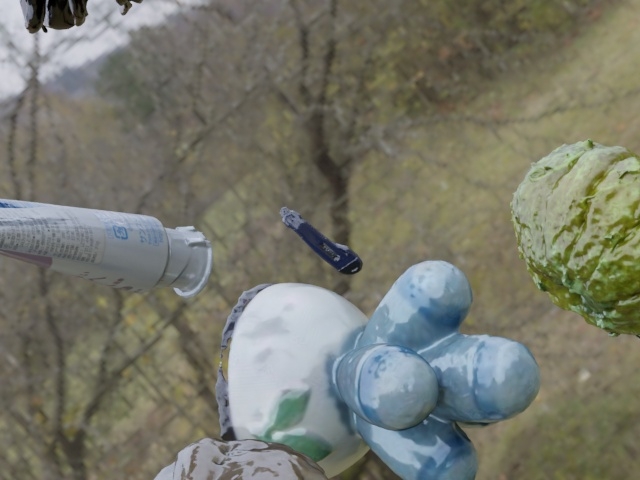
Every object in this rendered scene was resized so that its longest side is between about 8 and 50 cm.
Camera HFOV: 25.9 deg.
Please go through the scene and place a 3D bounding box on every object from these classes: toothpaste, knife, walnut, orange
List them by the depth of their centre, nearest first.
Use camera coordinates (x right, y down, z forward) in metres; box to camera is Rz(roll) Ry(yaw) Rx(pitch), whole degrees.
[{"bbox_3d":[-0.074,0.268,1.178,0.224,0.224,0.224,-39,10,8],"label":"walnut"},{"bbox_3d":[-0.232,-0.002,1.233,0.114,0.299,0.073,32,105,48],"label":"toothpaste"},{"bbox_3d":[0.000,0.000,1.678,0.031,0.121,0.018,-49,10,5],"label":"knife"},{"bbox_3d":[0.385,0.001,1.864,0.223,0.301,0.300,-52,-25,-15],"label":"orange"}]

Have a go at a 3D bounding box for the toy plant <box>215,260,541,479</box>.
[{"bbox_3d":[0.080,0.148,1.468,0.332,0.247,0.247,-4,30,34],"label":"toy plant"}]

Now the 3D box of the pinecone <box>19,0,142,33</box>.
[{"bbox_3d":[-0.247,-0.335,1.352,0.296,0.298,0.242,-38,-30,-19],"label":"pinecone"}]
